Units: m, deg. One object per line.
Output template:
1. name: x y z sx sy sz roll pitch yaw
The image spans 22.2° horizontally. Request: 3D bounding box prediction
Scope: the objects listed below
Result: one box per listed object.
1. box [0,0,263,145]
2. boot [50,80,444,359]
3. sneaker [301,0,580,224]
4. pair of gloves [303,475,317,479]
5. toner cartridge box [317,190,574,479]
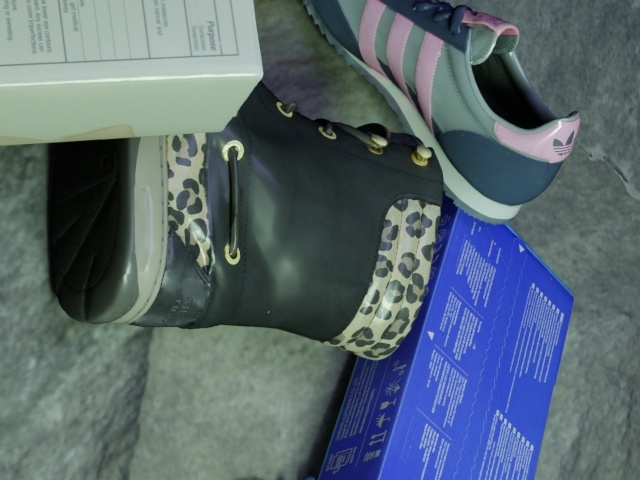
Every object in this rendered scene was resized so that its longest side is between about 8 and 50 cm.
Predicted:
1. box: -0.203 -0.140 1.006 0.311 0.121 0.148 -3 76 -18
2. boot: -0.046 -0.097 1.227 0.284 0.138 0.377 17 67 -36
3. sneaker: 0.101 -0.173 1.386 0.319 0.131 0.112 52 40 9
4. pair of gloves: -0.020 0.275 1.205 0.198 0.023 0.159 -32 98 -49
5. toner cartridge box: 0.108 0.131 1.343 0.165 0.075 0.348 46 43 -25
